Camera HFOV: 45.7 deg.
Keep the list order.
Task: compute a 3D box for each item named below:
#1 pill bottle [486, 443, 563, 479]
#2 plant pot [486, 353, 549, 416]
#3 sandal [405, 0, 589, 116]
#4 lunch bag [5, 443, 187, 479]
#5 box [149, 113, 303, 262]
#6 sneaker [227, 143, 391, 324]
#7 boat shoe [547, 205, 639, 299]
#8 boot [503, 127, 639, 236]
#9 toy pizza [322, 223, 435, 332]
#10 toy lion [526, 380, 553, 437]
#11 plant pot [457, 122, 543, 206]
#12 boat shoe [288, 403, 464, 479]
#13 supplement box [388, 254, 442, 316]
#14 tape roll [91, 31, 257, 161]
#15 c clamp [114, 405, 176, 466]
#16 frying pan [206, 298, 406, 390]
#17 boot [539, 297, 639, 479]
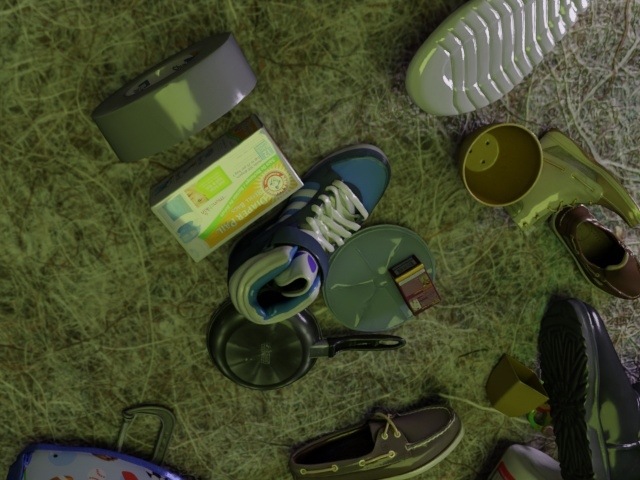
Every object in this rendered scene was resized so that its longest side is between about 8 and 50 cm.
[{"bbox_3d":[0.362,0.573,1.472,0.176,0.176,0.319,23,104,-20],"label":"pill bottle"},{"bbox_3d":[0.357,0.280,1.414,0.081,0.081,0.083,32,111,-22],"label":"plant pot"},{"bbox_3d":[0.282,-0.336,1.156,0.416,0.102,0.169,-38,130,-11],"label":"sandal"},{"bbox_3d":[-0.344,0.524,1.205,0.385,0.328,0.239,35,109,-24],"label":"lunch bag"},{"bbox_3d":[-0.143,-0.081,1.145,0.203,0.103,0.114,-36,114,2],"label":"box"},{"bbox_3d":[-0.001,0.000,1.136,0.322,0.236,0.130,-37,114,3],"label":"sneaker"},{"bbox_3d":[0.503,0.034,1.342,0.257,0.095,0.095,37,99,-23],"label":"boat shoe"},{"bbox_3d":[0.401,-0.060,1.248,0.165,0.077,0.213,-45,70,8],"label":"boot"},{"bbox_3d":[0.098,0.064,1.296,0.201,0.032,0.201,-5,113,-12],"label":"toy pizza"},{"bbox_3d":[0.439,0.319,1.475,0.096,0.034,0.100,39,99,-16],"label":"toy lion"},{"bbox_3d":[0.276,-0.133,1.226,0.134,0.095,0.134,-4,112,-11],"label":"plant pot"},{"bbox_3d":[0.101,0.371,1.371,0.324,0.117,0.097,-23,117,3],"label":"boat shoe"},{"bbox_3d":[0.158,0.075,1.272,0.055,0.043,0.083,-30,115,-1],"label":"supplement box"},{"bbox_3d":[-0.197,-0.195,1.026,0.219,0.219,0.072,-31,114,0],"label":"tape roll"},{"bbox_3d":[-0.327,0.349,1.312,0.137,0.022,0.161,20,105,-19],"label":"c clamp"},{"bbox_3d":[-0.037,0.200,1.293,0.326,0.053,0.197,23,112,-12],"label":"frying pan"},{"bbox_3d":[0.648,0.265,1.430,0.444,0.146,0.367,-7,93,-17],"label":"boot"}]
